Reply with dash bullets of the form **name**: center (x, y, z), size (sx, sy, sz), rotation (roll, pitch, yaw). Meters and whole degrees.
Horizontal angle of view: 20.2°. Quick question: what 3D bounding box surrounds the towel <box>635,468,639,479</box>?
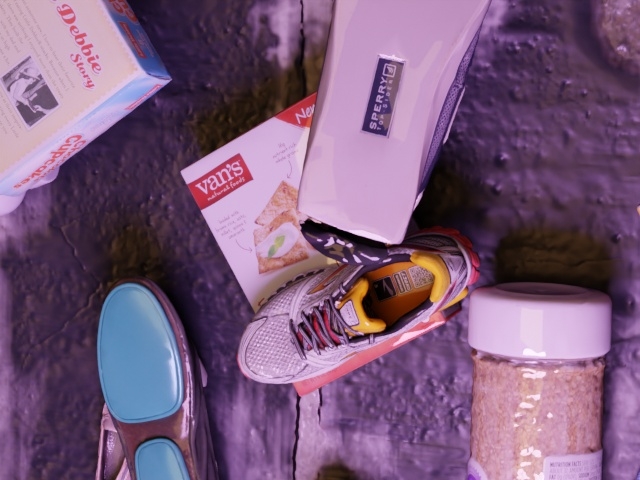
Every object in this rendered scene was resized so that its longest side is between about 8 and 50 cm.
- **towel**: center (0.322, 0.350, 1.556), size (0.209, 0.034, 0.285), rotation (25, 106, 15)

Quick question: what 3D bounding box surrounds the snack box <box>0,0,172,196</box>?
- **snack box**: center (-0.288, -0.223, 1.593), size (0.187, 0.060, 0.322), rotation (-35, 77, 18)

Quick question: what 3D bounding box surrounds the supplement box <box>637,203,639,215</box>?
- **supplement box**: center (0.352, 0.027, 1.471), size (0.104, 0.081, 0.188), rotation (-29, 88, 20)

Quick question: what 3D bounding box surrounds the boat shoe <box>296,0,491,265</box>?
- **boat shoe**: center (0.059, -0.149, 1.466), size (0.127, 0.158, 0.340), rotation (20, 91, 0)

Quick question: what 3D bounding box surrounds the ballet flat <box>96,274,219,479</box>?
- **ballet flat**: center (-0.143, 0.166, 1.656), size (0.095, 0.096, 0.280), rotation (-7, 95, 19)

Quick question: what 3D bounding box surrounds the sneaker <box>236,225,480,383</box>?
- **sneaker**: center (0.021, 0.055, 1.513), size (0.225, 0.093, 0.088), rotation (-30, 88, 19)

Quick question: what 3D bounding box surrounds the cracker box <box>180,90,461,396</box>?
- **cracker box**: center (0.000, 0.000, 1.597), size (0.155, 0.067, 0.232), rotation (-29, 87, 20)

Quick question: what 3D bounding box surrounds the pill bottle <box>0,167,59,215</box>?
- **pill bottle**: center (-0.342, -0.062, 1.688), size (0.184, 0.103, 0.103), rotation (-18, 92, 20)

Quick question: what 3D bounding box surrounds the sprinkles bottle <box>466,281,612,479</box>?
- **sprinkles bottle**: center (0.181, 0.217, 1.529), size (0.121, 0.121, 0.355), rotation (3, 96, 19)

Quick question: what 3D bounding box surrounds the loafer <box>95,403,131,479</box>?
- **loafer**: center (-0.190, 0.186, 1.705), size (0.045, 0.039, 0.125), rotation (12, 102, 18)
